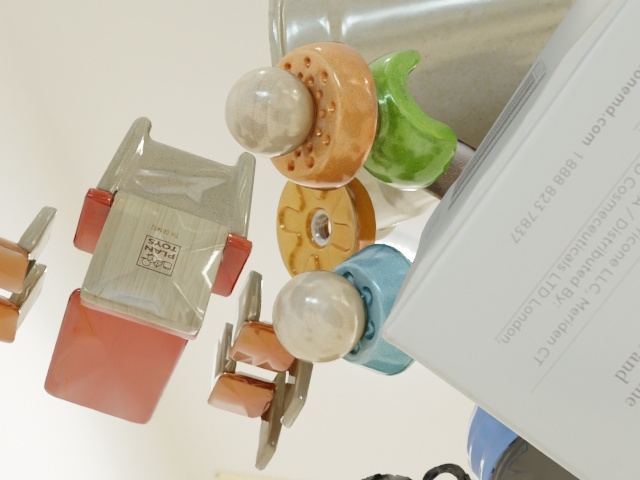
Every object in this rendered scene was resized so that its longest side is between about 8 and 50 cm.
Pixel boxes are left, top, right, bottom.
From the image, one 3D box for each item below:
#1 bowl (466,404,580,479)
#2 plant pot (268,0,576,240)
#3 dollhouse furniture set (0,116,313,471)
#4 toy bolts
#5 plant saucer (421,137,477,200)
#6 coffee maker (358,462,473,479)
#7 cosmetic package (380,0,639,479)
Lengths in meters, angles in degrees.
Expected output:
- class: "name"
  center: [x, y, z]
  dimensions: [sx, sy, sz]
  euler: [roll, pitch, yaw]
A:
- class: "bowl"
  center: [0.355, 0.236, 1.332]
  dimensions: [0.391, 0.077, 0.391]
  euler: [1, -44, 1]
- class: "plant pot"
  center: [0.158, -0.190, 1.280]
  dimensions: [0.305, 0.334, 0.334]
  euler: [-12, -77, 24]
- class: "dollhouse furniture set"
  center: [-0.126, 0.053, 0.806]
  dimensions: [0.262, 0.135, 0.259]
  euler: [19, -37, -7]
- class: "toy bolts"
  center: [0.000, 0.000, 0.856]
  dimensions: [0.218, 0.158, 0.229]
  euler: [-49, -124, 42]
- class: "plant saucer"
  center: [0.166, -0.033, 1.052]
  dimensions: [0.310, 0.310, 0.050]
  euler: [29, -83, 13]
- class: "coffee maker"
  center: [0.063, 0.256, 0.961]
  dimensions: [0.120, 0.178, 0.171]
  euler: [42, -90, -16]
- class: "cosmetic package"
  center: [0.227, 0.066, 0.483]
  dimensions: [0.385, 0.217, 0.156]
  euler: [34, -76, 0]
